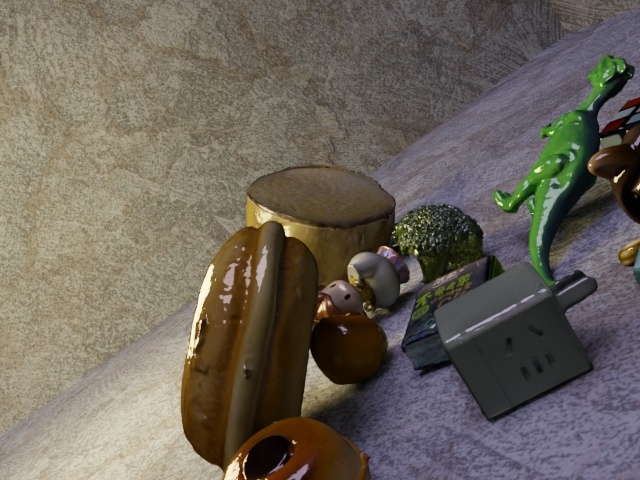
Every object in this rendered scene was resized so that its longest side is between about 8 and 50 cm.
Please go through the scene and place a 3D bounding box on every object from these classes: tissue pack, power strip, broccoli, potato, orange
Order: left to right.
[{"bbox_3d":[0.000,0.000,1.981,0.385,0.319,0.442,21,31,24],"label":"potato"},{"bbox_3d":[0.053,0.205,1.372,0.157,0.134,0.156,9,4,-1],"label":"orange"},{"bbox_3d":[0.250,0.005,1.552,0.226,0.198,0.176,110,172,-62],"label":"broccoli"},{"bbox_3d":[0.245,0.127,1.291,0.173,0.073,0.235,-27,13,24],"label":"tissue pack"},{"bbox_3d":[0.293,0.124,1.022,0.224,0.140,0.139,-30,12,10],"label":"power strip"}]

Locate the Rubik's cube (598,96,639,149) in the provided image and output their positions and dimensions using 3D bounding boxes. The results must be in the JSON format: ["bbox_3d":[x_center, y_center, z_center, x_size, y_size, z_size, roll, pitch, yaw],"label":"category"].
[{"bbox_3d":[0.634,-0.179,1.306,0.162,0.160,0.163,-40,14,-34],"label":"Rubik's cube"}]

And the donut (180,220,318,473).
[{"bbox_3d":[-0.113,0.185,1.228,0.198,0.449,0.449,8,15,-1],"label":"donut"}]

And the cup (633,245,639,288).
[{"bbox_3d":[0.512,0.030,0.845,0.148,0.134,0.236,-7,2,-31],"label":"cup"}]

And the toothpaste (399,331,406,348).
[{"bbox_3d":[0.198,0.152,1.427,0.048,0.031,0.190,-22,19,30],"label":"toothpaste"}]

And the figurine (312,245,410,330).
[{"bbox_3d":[0.069,0.127,1.569,0.263,0.189,0.142,-37,47,-22],"label":"figurine"}]

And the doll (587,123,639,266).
[{"bbox_3d":[0.589,-0.111,1.052,0.318,0.209,0.340,-36,9,-34],"label":"doll"}]

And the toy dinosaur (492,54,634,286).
[{"bbox_3d":[0.516,-0.140,1.371,0.374,0.144,0.500,-52,17,23],"label":"toy dinosaur"}]

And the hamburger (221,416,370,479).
[{"bbox_3d":[-0.035,0.343,0.975,0.237,0.147,0.237,-28,20,11],"label":"hamburger"}]
